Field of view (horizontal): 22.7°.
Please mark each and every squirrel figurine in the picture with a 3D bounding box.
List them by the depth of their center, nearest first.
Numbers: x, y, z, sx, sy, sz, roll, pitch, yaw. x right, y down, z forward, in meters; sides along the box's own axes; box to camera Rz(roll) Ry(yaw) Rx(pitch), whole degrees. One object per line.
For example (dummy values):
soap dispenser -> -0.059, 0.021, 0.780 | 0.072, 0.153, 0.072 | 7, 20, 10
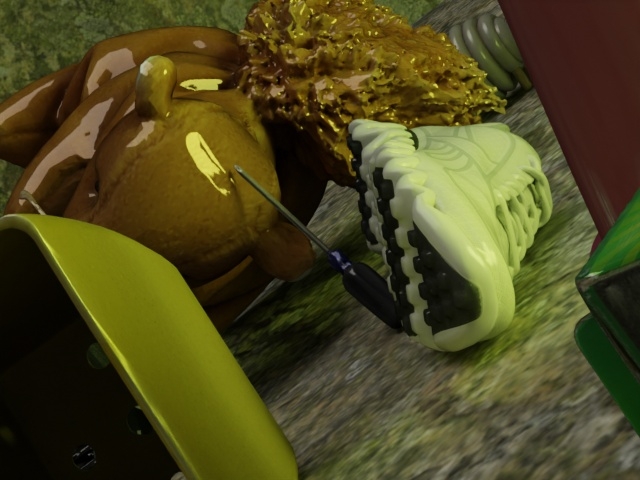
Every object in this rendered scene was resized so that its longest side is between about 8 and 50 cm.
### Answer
squirrel figurine -> -0.068, -0.080, 1.266 | 0.397, 0.281, 0.370 | -33, 4, -3

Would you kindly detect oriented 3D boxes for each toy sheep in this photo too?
toy sheep -> 0.151, -0.166, 1.490 | 0.132, 0.091, 0.091 | -34, 9, 19

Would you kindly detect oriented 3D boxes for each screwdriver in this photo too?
screwdriver -> 0.000, 0.000, 1.056 | 0.025, 0.170, 0.024 | -6, -48, -47

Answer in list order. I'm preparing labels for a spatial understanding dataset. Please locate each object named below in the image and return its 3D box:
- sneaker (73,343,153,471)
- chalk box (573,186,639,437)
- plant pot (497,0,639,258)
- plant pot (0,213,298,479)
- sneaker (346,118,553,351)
sneaker -> -0.175, 0.135, 1.113 | 0.079, 0.121, 0.217 | -37, 9, 11
chalk box -> 0.164, 0.007, 0.395 | 0.213, 0.132, 0.132 | -28, 14, 43
plant pot -> 0.170, -0.076, 0.646 | 0.201, 0.180, 0.201 | -36, 9, 6
plant pot -> -0.130, 0.115, 0.832 | 0.212, 0.212, 0.187 | -35, -3, 20
sneaker -> 0.087, -0.020, 0.962 | 0.118, 0.110, 0.292 | -9, 19, -2
